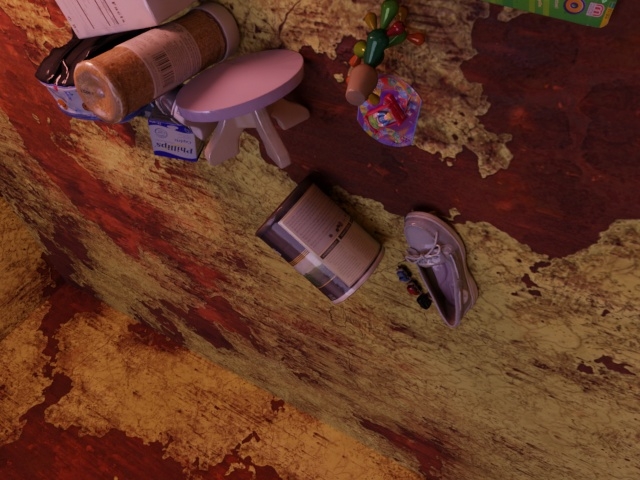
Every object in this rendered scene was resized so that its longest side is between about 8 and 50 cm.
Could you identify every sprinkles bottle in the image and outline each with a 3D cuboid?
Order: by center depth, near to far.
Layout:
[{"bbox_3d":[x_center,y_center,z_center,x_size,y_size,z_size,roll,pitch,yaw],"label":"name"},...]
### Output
[{"bbox_3d":[-0.313,-0.365,1.044,0.121,0.355,0.121,22,137,22],"label":"sprinkles bottle"}]

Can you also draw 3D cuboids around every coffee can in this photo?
[{"bbox_3d":[0.000,0.000,1.340,0.275,0.201,0.201,42,147,-7],"label":"coffee can"}]

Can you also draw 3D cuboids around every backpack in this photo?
[{"bbox_3d":[-0.544,-0.414,1.294,0.277,0.263,0.213,15,141,30],"label":"backpack"}]

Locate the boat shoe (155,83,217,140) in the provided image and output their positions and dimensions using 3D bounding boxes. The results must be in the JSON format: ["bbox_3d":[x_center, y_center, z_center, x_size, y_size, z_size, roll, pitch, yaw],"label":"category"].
[{"bbox_3d":[-0.313,-0.314,1.237,0.102,0.108,0.301,31,-173,0],"label":"boat shoe"}]

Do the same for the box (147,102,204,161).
[{"bbox_3d":[-0.394,-0.295,1.432,0.126,0.072,0.137,10,144,-1],"label":"box"}]

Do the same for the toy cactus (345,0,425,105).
[{"bbox_3d":[0.094,-0.301,0.913,0.112,0.180,0.219,27,149,-7],"label":"toy cactus"}]

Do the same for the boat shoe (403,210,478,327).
[{"bbox_3d":[0.283,0.068,1.246,0.118,0.103,0.320,2,133,42],"label":"boat shoe"}]

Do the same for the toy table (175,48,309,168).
[{"bbox_3d":[-0.150,-0.275,1.101,0.160,0.274,0.252,78,168,-48],"label":"toy table"}]

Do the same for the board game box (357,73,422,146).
[{"bbox_3d":[0.130,-0.255,1.063,0.133,0.033,0.168,26,145,17],"label":"board game box"}]

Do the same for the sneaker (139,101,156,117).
[{"bbox_3d":[-0.577,-0.383,1.482,0.319,0.131,0.112,15,141,30],"label":"sneaker"}]

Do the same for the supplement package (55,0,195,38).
[{"bbox_3d":[-0.408,-0.549,1.079,0.293,0.177,0.175,9,137,36],"label":"supplement package"}]

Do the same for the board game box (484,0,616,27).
[{"bbox_3d":[0.295,-0.393,0.738,0.259,0.039,0.124,26,146,21],"label":"board game box"}]

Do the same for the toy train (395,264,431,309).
[{"bbox_3d":[0.251,0.129,1.411,0.027,0.036,0.158,-13,122,50],"label":"toy train"}]
